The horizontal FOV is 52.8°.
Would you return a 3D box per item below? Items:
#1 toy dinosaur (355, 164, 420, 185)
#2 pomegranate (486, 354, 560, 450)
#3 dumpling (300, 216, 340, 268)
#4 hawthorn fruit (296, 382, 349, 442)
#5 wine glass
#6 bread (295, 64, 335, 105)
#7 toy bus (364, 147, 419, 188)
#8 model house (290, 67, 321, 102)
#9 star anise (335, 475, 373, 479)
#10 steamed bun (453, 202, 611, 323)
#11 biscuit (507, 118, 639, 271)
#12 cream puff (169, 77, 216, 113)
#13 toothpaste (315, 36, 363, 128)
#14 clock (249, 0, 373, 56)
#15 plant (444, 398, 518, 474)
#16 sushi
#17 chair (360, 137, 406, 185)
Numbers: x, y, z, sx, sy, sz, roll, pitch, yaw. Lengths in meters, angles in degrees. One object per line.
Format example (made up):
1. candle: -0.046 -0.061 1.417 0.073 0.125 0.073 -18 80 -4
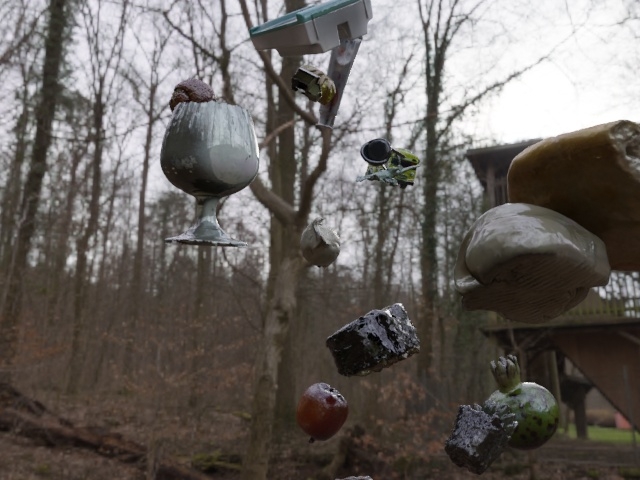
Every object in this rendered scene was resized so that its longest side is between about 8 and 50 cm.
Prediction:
1. toy dinosaur: 0.185 -0.185 1.796 0.106 0.044 0.187 -1 22 43
2. pomegranate: 0.671 0.539 2.137 0.243 0.305 0.242 4 7 -1
3. dumpling: 0.000 0.000 1.883 0.119 0.136 0.199 -3 -25 -1
4. hawthorn fruit: -0.002 0.555 2.042 0.169 0.188 0.169 29 -1 0
5. wine glass: -0.249 -0.145 1.468 0.238 0.322 0.238 5 0 0
6. bread: -0.026 -0.483 1.950 0.094 0.157 0.083 26 -74 -41
7. toy bus: 0.286 -0.294 2.576 0.128 0.149 0.262 14 4 -17
8. model house: -0.030 -0.418 1.720 0.083 0.058 0.057 28 -29 15
9. star anise: 0.114 0.513 1.210 0.089 0.209 0.231 -44 6 -22
10. steamed bun: 0.475 0.033 1.487 0.325 0.219 0.309 8 -35 -15
11. biscuit: 0.636 -0.078 1.497 0.429 0.104 0.446 46 -25 -23
12. cream puff: -0.389 -0.418 1.941 0.149 0.148 0.084 -3 0 5
13. toothpaste: 0.053 -0.533 2.134 0.100 0.322 0.066 14 6 -11
14. clock: -0.018 -0.567 1.722 0.262 0.116 0.231 -34 25 -36
15. plant: 0.412 0.496 1.661 0.132 0.194 0.129 10 -46 47
16. sushi: 0.171 0.306 1.939 0.211 0.170 0.350 -35 -16 27
17. chair: 0.207 -0.263 2.057 0.095 0.104 0.222 -48 -24 11
